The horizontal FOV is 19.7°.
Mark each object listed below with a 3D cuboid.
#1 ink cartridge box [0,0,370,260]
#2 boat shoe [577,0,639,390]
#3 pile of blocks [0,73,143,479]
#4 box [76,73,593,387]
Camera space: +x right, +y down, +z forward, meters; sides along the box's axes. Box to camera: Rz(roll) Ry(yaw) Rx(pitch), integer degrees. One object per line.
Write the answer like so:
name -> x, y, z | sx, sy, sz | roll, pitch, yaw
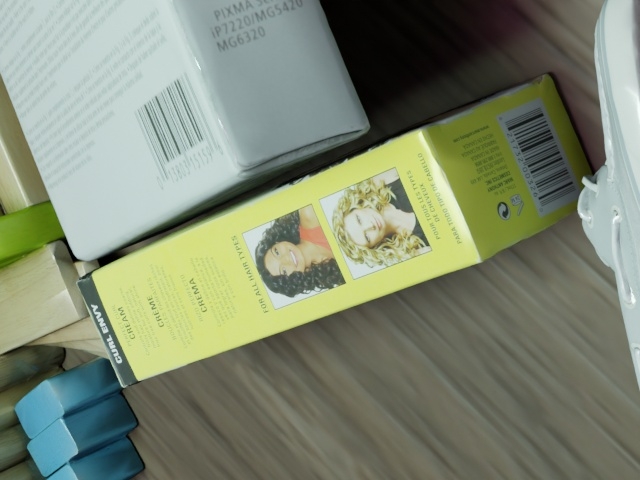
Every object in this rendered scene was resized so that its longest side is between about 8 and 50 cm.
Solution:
ink cartridge box -> -0.094, -0.123, 0.764 | 0.238, 0.060, 0.275 | 69, 159, -1
boat shoe -> 0.126, -0.005, 0.671 | 0.063, 0.066, 0.184 | -7, 111, 44
pile of blocks -> -0.172, 0.078, 0.952 | 0.149, 0.113, 0.362 | 10, 113, 42
box -> 0.000, 0.000, 0.774 | 0.232, 0.087, 0.058 | -23, 92, 45
